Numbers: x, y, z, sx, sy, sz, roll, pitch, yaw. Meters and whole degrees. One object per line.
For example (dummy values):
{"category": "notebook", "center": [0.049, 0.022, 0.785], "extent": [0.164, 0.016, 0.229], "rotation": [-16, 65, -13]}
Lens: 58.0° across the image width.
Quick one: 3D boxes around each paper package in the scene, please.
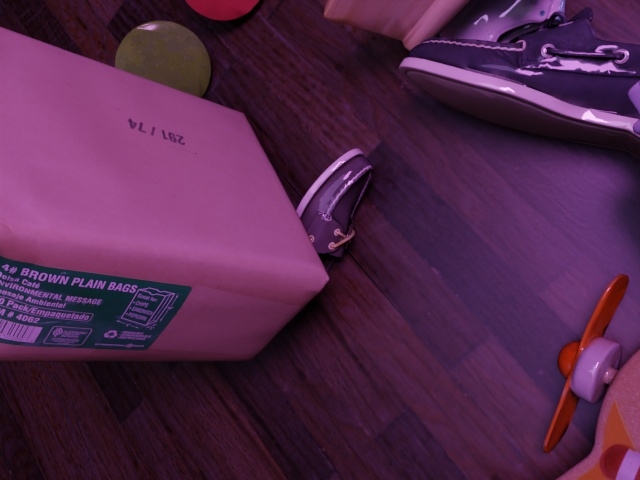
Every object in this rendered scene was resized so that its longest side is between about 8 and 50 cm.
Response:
{"category": "paper package", "center": [-0.200, -0.036, 0.595], "extent": [0.168, 0.325, 0.309], "rotation": [-52, 47, 27]}

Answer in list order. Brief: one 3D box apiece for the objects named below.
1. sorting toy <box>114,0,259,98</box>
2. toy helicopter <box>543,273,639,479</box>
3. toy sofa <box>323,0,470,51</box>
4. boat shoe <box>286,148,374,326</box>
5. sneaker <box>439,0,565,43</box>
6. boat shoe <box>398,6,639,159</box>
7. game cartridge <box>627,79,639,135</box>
{"category": "sorting toy", "center": [-0.217, -0.281, 0.821], "extent": [0.365, 0.127, 0.126], "rotation": [-53, 36, 16]}
{"category": "toy helicopter", "center": [0.247, 0.188, 0.489], "extent": [0.355, 0.140, 0.235], "rotation": [-38, 50, 10]}
{"category": "toy sofa", "center": [0.124, -0.387, 0.578], "extent": [0.177, 0.150, 0.362], "rotation": [10, 78, -16]}
{"category": "boat shoe", "center": [0.000, 0.000, 0.677], "extent": [0.069, 0.081, 0.227], "rotation": [43, 112, 22]}
{"category": "sneaker", "center": [0.225, -0.268, 0.589], "extent": [0.094, 0.080, 0.212], "rotation": [50, 118, 17]}
{"category": "boat shoe", "center": [0.245, -0.155, 0.533], "extent": [0.340, 0.127, 0.113], "rotation": [21, 94, 26]}
{"category": "game cartridge", "center": [0.344, -0.004, 0.373], "extent": [0.294, 0.196, 0.060], "rotation": [62, 148, 12]}
